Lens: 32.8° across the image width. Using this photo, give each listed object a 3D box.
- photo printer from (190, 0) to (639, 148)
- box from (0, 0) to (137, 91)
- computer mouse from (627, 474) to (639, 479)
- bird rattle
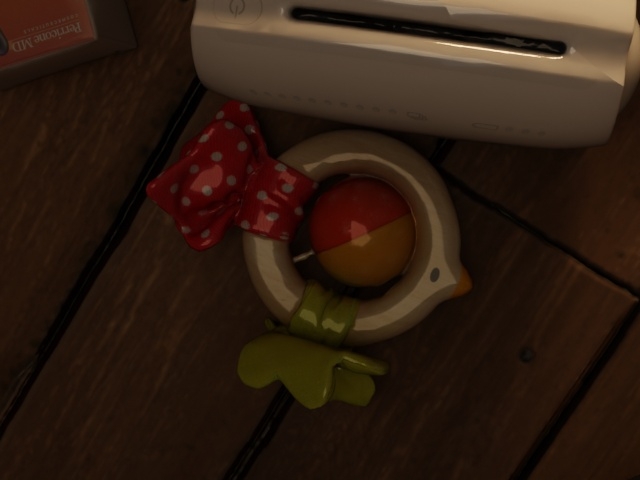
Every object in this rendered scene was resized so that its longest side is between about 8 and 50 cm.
[{"bbox_3d":[0.066,-0.120,0.689,0.256,0.307,0.107,9,97,8],"label":"photo printer"},{"bbox_3d":[-0.236,-0.216,0.842,0.130,0.091,0.170,-15,92,11],"label":"box"},{"bbox_3d":[0.308,0.217,0.804,0.272,0.072,0.188,-15,92,-1],"label":"computer mouse"},{"bbox_3d":[0.000,0.000,0.830,0.207,0.143,0.253,-23,78,0],"label":"bird rattle"}]
